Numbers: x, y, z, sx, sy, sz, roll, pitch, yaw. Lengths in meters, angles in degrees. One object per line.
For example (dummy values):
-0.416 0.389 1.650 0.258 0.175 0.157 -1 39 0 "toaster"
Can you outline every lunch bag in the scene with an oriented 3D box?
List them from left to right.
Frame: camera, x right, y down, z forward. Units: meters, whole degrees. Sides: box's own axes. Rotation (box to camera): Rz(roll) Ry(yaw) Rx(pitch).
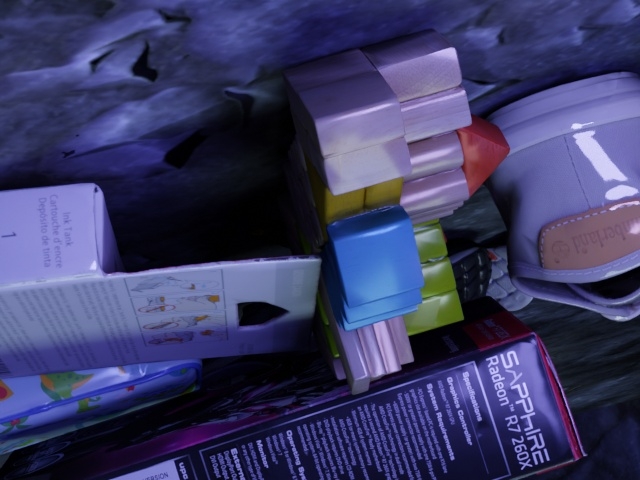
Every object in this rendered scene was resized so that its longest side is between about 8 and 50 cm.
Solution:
-0.197 0.097 1.316 0.219 0.090 0.176 -16 167 -8 "lunch bag"

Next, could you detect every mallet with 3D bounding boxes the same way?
0.000 0.000 1.268 0.062 0.039 0.190 -17 164 14 "mallet"

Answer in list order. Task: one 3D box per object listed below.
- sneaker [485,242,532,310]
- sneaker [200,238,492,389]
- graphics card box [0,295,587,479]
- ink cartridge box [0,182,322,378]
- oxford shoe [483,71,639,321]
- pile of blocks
0.154 0.026 1.549 0.065 0.061 0.158 -39 180 -27 "sneaker"
0.004 0.067 1.437 0.283 0.124 0.107 -35 144 -22 "sneaker"
-0.032 0.141 1.205 0.371 0.094 0.233 -19 -175 0 "graphics card box"
-0.125 0.026 1.092 0.239 0.060 0.275 -6 167 -4 "ink cartridge box"
0.211 -0.006 1.274 0.169 0.130 0.449 -20 168 15 "oxford shoe"
0.050 -0.007 1.028 0.113 0.149 0.362 -16 168 -5 "pile of blocks"
